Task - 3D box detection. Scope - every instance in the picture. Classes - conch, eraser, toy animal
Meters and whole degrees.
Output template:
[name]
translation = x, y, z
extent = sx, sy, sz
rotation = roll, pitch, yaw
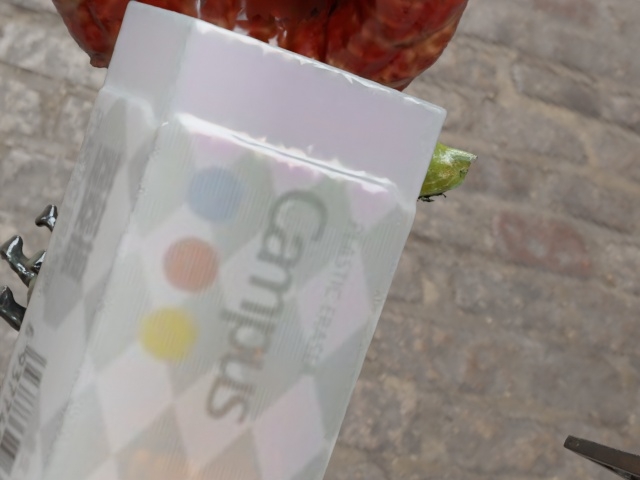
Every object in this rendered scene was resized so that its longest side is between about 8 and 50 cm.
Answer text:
[conch]
translation = 0.086, -0.106, 1.630
extent = 0.201, 0.094, 0.079
rotation = 27, 21, 5
[eraser]
translation = -0.085, 0.067, 0.839
extent = 0.213, 0.396, 0.082
rotation = 17, 6, -11
[toy animal]
translation = -0.272, 0.040, 1.482
extent = 0.168, 0.106, 0.343
rotation = 49, 9, -7

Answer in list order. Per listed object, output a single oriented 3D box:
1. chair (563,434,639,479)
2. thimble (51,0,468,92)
[chair]
translation = 0.434, 0.390, 1.461
extent = 0.203, 0.416, 0.240
rotation = 29, 77, -30
[thimble]
translation = -0.045, -0.266, 0.962
extent = 0.350, 0.350, 0.230
rotation = 17, 53, -14
